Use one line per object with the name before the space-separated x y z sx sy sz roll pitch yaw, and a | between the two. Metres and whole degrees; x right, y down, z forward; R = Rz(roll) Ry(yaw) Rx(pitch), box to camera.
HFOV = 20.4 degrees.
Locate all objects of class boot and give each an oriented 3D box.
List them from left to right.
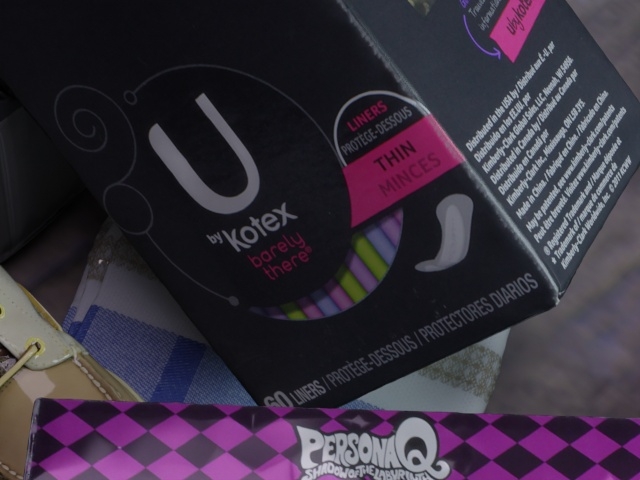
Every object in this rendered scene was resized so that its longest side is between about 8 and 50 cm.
boot | -0.161 0.028 0.745 0.077 0.165 0.213 -45 52 -15

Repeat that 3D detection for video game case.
video game case | 0.008 0.126 0.698 0.232 0.210 0.041 2 58 -2

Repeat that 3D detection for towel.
towel | 0.000 0.000 0.882 0.209 0.034 0.285 18 60 5

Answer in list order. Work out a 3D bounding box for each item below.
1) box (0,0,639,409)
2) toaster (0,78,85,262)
box | -0.014 -0.084 0.737 0.270 0.165 0.143 52 39 -9
toaster | -0.188 -0.086 0.853 0.227 0.146 0.129 33 62 16
